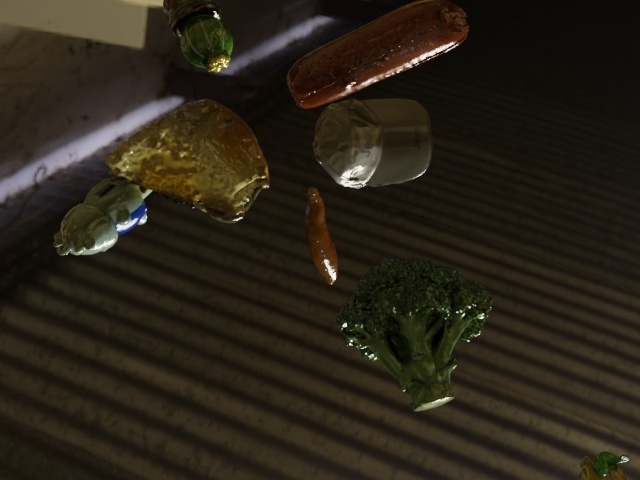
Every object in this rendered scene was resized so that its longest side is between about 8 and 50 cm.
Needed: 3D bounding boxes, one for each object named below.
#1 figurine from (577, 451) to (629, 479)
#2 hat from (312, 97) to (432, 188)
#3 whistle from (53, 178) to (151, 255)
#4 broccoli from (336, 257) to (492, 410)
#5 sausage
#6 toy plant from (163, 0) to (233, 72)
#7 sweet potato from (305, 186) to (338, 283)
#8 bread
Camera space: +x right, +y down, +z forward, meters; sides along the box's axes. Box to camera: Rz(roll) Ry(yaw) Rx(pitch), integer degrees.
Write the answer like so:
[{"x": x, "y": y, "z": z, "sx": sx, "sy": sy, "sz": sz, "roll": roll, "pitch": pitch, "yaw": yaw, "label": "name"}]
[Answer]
[{"x": 0.520, "y": 0.432, "z": 1.410, "sx": 0.115, "sy": 0.156, "sz": 0.094, "roll": -7, "pitch": -145, "yaw": -14, "label": "figurine"}, {"x": 0.116, "y": -0.230, "z": 1.773, "sx": 0.245, "sy": 0.214, "sz": 0.149, "roll": -6, "pitch": -178, "yaw": 38, "label": "hat"}, {"x": -0.357, "y": -0.049, "z": 1.338, "sx": 0.110, "sy": 0.092, "sz": 0.244, "roll": 10, "pitch": -137, "yaw": 35, "label": "whistle"}, {"x": 0.168, "y": 0.152, "z": 1.341, "sx": 0.270, "sy": 0.270, "sz": 0.270, "roll": -1, "pitch": -119, "yaw": -21, "label": "broccoli"}, {"x": 0.088, "y": -0.316, "z": 1.319, "sx": 0.330, "sy": 0.102, "sz": 0.102, "roll": -20, "pitch": -153, "yaw": 22, "label": "sausage"}, {"x": -0.207, "y": -0.366, "z": 1.356, "sx": 0.093, "sy": 0.093, "sz": 0.162, "roll": -14, "pitch": -111, "yaw": -35, "label": "toy plant"}, {"x": 0.000, "y": 0.001, "z": 1.602, "sx": 0.057, "sy": 0.264, "sz": 0.057, "roll": -7, "pitch": -135, "yaw": 7, "label": "sweet potato"}, {"x": -0.211, "y": -0.154, "z": 1.332, "sx": 0.262, "sy": 0.162, "sz": 0.204, "roll": 18, "pitch": -152, "yaw": 8, "label": "bread"}]
